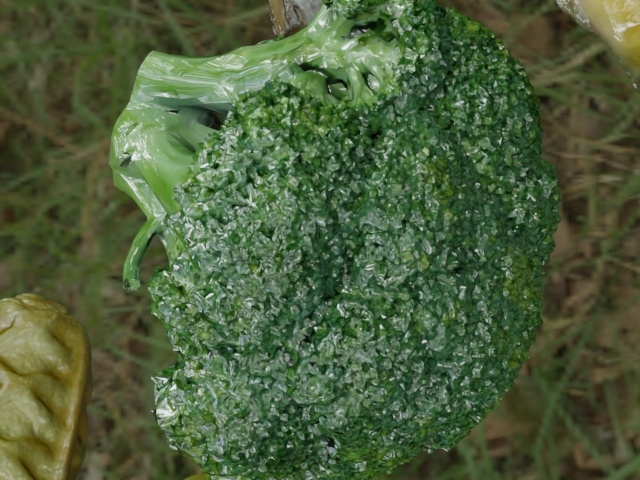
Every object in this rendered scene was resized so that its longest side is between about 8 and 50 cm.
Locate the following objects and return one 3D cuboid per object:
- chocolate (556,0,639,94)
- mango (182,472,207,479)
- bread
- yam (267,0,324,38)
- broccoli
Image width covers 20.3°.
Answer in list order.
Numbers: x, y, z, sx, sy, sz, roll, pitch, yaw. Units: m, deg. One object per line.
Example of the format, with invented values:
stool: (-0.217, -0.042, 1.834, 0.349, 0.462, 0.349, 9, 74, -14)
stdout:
chocolate: (0.315, -0.240, 0.873, 0.445, 0.162, 0.162, -30, 75, 30)
mango: (-0.034, 0.342, 1.620, 0.382, 0.225, 0.201, 30, 137, 43)
bread: (-0.228, 0.149, 1.441, 0.088, 0.128, 0.232, -9, 50, 6)
yam: (0.021, -0.243, 1.809, 0.141, 0.079, 0.079, -6, 90, -11)
broccoli: (0.000, 0.000, 0.893, 0.241, 0.269, 0.261, 30, 87, 16)
